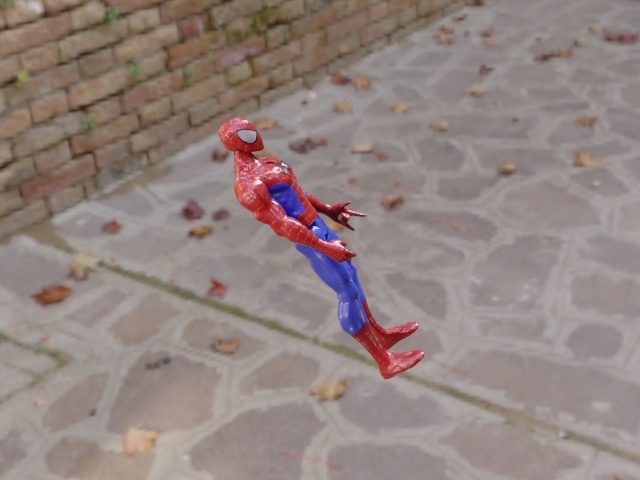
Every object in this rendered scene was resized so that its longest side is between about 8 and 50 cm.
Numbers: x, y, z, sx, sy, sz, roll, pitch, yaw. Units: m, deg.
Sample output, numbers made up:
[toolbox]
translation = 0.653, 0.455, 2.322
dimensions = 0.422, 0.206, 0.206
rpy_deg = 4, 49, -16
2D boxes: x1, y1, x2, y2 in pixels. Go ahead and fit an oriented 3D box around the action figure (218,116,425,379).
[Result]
[action figure]
translation = 0.000, 0.000, 0.398
dimensions = 0.030, 0.115, 0.038
rpy_deg = -34, 20, 19
